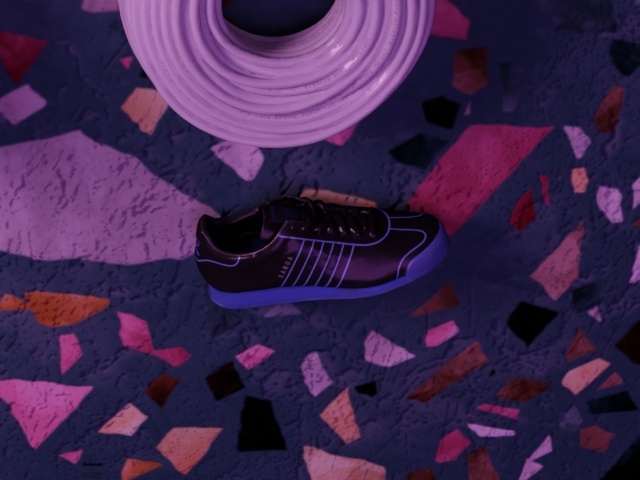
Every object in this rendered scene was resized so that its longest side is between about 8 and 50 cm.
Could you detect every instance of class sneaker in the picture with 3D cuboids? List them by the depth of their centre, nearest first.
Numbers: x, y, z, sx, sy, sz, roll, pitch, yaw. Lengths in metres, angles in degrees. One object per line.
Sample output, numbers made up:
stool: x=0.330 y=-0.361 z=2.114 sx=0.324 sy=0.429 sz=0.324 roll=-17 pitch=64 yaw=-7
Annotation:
sneaker: x=0.000 y=0.000 z=1.310 sx=0.232 sy=0.081 sz=0.090 roll=-12 pitch=133 yaw=2

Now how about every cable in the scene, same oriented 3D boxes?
cable: x=-0.036 y=-0.199 z=1.158 sx=0.257 sy=0.089 sz=0.257 roll=-39 pitch=121 yaw=19
